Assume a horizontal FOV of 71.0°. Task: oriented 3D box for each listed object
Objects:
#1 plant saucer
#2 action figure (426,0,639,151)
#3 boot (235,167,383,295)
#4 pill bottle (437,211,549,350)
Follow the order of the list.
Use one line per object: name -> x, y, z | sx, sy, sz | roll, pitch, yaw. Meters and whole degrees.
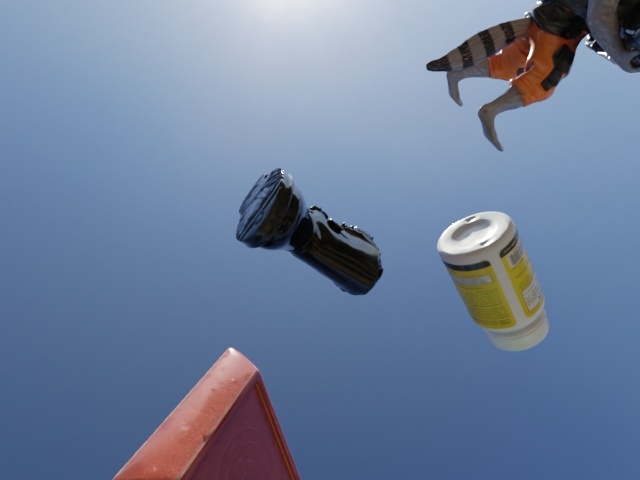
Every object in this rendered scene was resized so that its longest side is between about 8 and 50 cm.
plant saucer -> -0.093, 0.291, 0.515 | 0.048, 0.259, 0.258 | -15, -79, 17
action figure -> 0.315, -0.267, 0.546 | 0.178, 0.330, 0.341 | 43, -156, -13
boot -> 0.000, 0.000, 0.583 | 0.207, 0.246, 0.094 | 33, -88, -15
pill bottle -> 0.280, 0.069, 0.714 | 0.119, 0.119, 0.208 | -45, -64, -31
